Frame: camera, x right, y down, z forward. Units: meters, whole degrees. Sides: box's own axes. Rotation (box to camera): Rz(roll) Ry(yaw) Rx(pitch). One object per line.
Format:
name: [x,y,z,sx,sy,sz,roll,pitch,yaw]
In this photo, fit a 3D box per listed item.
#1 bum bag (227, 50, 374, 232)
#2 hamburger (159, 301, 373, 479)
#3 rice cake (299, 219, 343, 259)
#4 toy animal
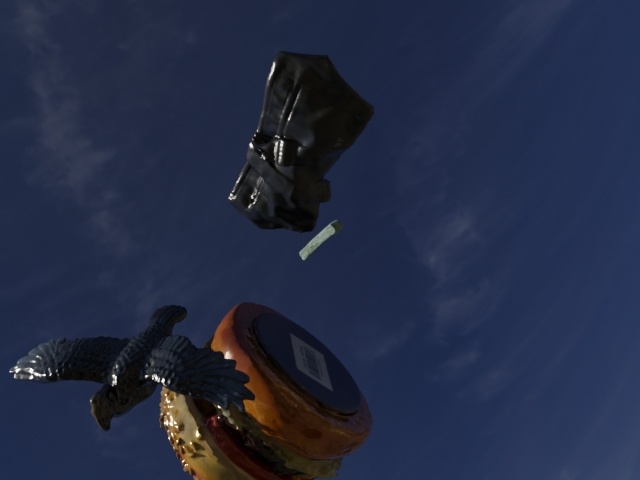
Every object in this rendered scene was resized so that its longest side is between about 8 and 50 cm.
bum bag: [-0.033,-0.112,0.819,0.137,0.074,0.310,21,-40,-6]
hamburger: [-0.098,0.285,1.049,0.330,0.330,0.250,33,-78,-34]
rice cake: [0.000,0.000,1.031,0.021,0.121,0.022,51,-129,3]
toy animal: [-0.137,0.095,0.468,0.108,0.220,0.062,-30,-62,-60]
